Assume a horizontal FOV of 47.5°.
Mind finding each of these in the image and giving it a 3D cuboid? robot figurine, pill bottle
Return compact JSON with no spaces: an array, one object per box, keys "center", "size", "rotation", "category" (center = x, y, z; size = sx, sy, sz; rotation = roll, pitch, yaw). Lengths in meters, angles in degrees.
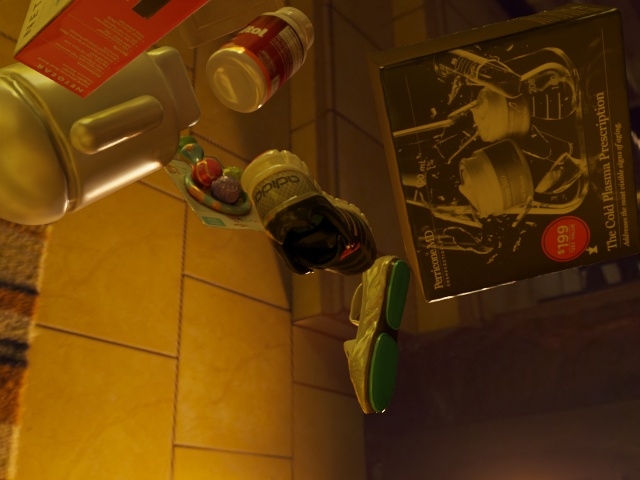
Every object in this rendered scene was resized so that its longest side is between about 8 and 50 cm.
[{"center":[-0.331,-0.149,0.967],"size":[0.353,0.300,0.200],"rotation":[-34,112,-35],"category":"robot figurine"},{"center":[-0.071,-0.235,0.924],"size":[0.086,0.086,0.152],"rotation":[55,46,-22],"category":"pill bottle"}]

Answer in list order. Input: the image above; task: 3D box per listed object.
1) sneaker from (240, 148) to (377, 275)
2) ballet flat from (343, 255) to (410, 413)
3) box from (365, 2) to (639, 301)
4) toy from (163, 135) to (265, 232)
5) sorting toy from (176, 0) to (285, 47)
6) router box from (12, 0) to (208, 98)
[{"center":[0.000,0.000,0.571],"size":[0.170,0.063,0.075],"rotation":[43,22,-52],"category":"sneaker"},{"center":[0.051,0.092,0.711],"size":[0.057,0.052,0.168],"rotation":[48,47,-41],"category":"ballet flat"},{"center":[0.255,-0.127,1.035],"size":[0.179,0.312,0.343],"rotation":[-95,171,-69],"category":"box"},{"center":[-0.163,-0.099,1.129],"size":[0.137,0.056,0.237],"rotation":[5,29,-41],"category":"toy"},{"center":[-0.179,-0.449,1.253],"size":[0.047,0.196,0.347],"rotation":[-90,159,-67],"category":"sorting toy"},{"center":[-0.152,-0.346,0.710],"size":[0.082,0.301,0.335],"rotation":[30,50,-39],"category":"router box"}]
